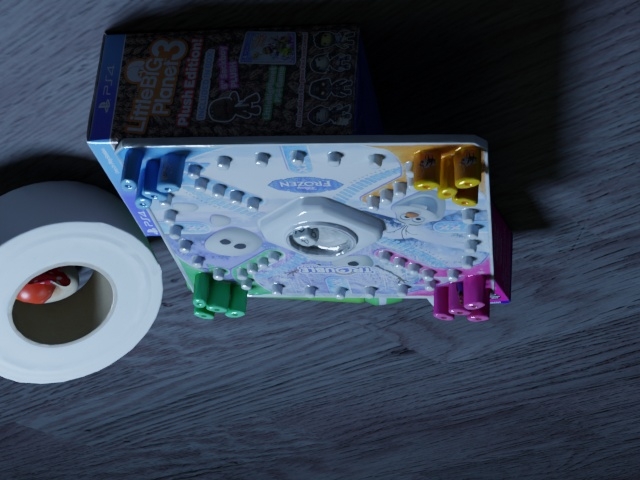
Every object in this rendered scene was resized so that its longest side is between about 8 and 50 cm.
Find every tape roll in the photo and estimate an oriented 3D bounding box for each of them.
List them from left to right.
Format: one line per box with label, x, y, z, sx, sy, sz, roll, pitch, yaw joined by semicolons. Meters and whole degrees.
tape roll;-0.365;0.061;1.766;0.286;0.100;0.286;-15;132;-17

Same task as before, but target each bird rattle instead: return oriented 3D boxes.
bird rattle;-0.453;0.045;1.943;0.254;0.143;0.207;-19;159;17

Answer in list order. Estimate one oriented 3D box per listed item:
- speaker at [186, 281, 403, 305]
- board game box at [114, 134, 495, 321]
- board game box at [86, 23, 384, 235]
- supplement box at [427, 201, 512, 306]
speaker;-0.031;0.022;1.766;0.297;0.131;0.131;3;154;3
board game box;0.000;0.000;1.474;0.390;0.050;0.390;0;154;9
board game box;-0.085;-0.118;1.466;0.291;0.141;0.232;-1;154;11
supplement box;0.169;-0.004;1.694;0.111;0.114;0.220;-7;150;24
